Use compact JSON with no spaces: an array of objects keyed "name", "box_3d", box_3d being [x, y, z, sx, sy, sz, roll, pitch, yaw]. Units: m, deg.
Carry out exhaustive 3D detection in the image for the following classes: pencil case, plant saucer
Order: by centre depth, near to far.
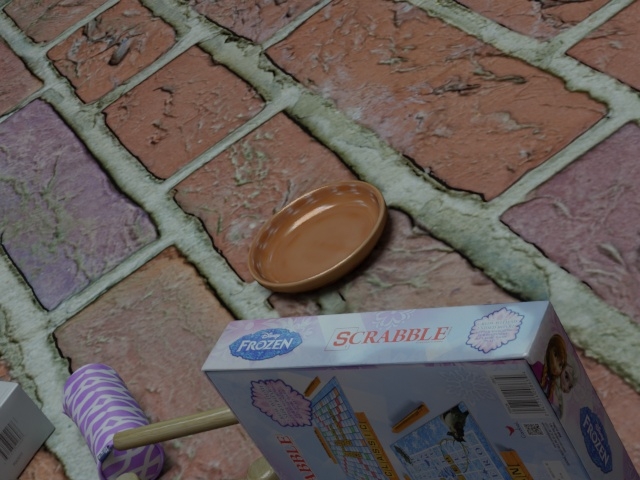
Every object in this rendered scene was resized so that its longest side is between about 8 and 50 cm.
[{"name":"pencil case","box_3d":[-0.254,0.227,1.695,0.088,0.086,0.206,-59,30,9]},{"name":"plant saucer","box_3d":[0.000,0.000,1.825,0.200,0.037,0.200,-22,33,15]}]

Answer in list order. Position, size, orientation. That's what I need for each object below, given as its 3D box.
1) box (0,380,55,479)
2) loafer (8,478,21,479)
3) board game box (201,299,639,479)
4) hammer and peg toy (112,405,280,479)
[{"name":"box","box_3d":[-0.456,0.255,1.818,0.170,0.091,0.130,1,45,41]},{"name":"loafer","box_3d":[-0.405,0.346,1.682,0.148,0.056,0.050,-45,28,-20]},{"name":"board game box","box_3d":[0.105,0.192,1.205,0.318,0.319,0.066,-5,39,35]},{"name":"hammer and peg toy","box_3d":[-0.119,0.307,1.422,0.266,0.127,0.361,-13,36,31]}]
